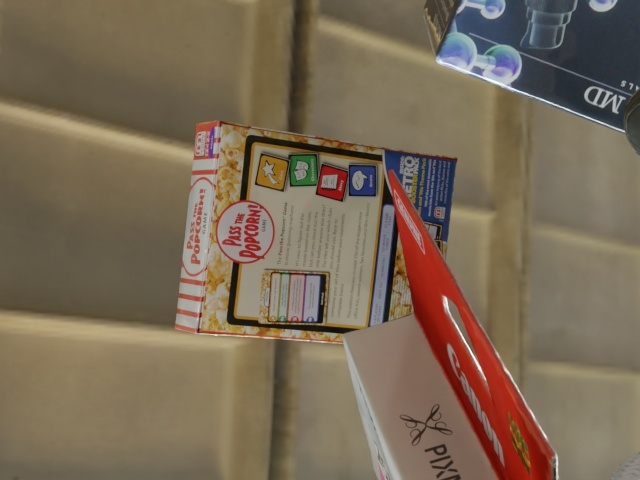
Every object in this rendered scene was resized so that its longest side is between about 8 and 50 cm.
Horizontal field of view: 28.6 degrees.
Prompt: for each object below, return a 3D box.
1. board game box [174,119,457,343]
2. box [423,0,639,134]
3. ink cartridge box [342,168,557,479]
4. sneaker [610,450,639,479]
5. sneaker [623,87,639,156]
[{"bbox_3d":[0.000,0.000,0.898,0.194,0.045,0.146,7,-92,-27],"label":"board game box"},{"bbox_3d":[0.307,-0.320,1.189,0.212,0.294,0.395,-86,16,-67],"label":"box"},{"bbox_3d":[0.071,0.128,0.721,0.275,0.060,0.238,-114,7,-55],"label":"ink cartridge box"},{"bbox_3d":[0.153,0.202,0.575,0.269,0.101,0.153,-25,-79,-43],"label":"sneaker"},{"bbox_3d":[0.280,-0.016,0.790,0.106,0.267,0.101,-21,-41,-28],"label":"sneaker"}]
